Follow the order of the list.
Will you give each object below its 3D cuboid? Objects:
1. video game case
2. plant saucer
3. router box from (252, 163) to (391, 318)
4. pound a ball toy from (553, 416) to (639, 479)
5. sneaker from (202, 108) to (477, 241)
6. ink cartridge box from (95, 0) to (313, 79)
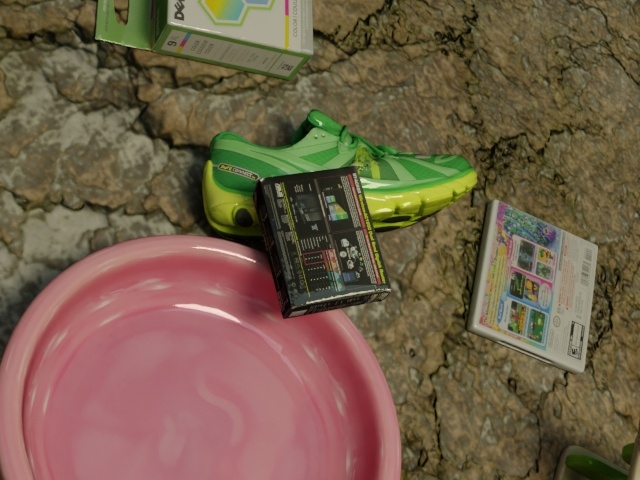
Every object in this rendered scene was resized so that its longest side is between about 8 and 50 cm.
[{"bbox_3d":[0.234,0.049,1.041,0.143,0.019,0.157,23,63,-16],"label":"video game case"},{"bbox_3d":[-0.097,0.154,0.774,0.332,0.084,0.332,14,52,-19],"label":"plant saucer"},{"bbox_3d":[0.000,0.000,0.829,0.092,0.038,0.122,-9,72,-18],"label":"router box"},{"bbox_3d":[0.367,0.281,0.903,0.319,0.208,0.136,30,60,-14],"label":"pound a ball toy"},{"bbox_3d":[0.028,-0.072,0.935,0.295,0.109,0.124,-4,76,-27],"label":"sneaker"},{"bbox_3d":[-0.113,-0.240,0.960,0.209,0.062,0.109,8,68,-23],"label":"ink cartridge box"}]
